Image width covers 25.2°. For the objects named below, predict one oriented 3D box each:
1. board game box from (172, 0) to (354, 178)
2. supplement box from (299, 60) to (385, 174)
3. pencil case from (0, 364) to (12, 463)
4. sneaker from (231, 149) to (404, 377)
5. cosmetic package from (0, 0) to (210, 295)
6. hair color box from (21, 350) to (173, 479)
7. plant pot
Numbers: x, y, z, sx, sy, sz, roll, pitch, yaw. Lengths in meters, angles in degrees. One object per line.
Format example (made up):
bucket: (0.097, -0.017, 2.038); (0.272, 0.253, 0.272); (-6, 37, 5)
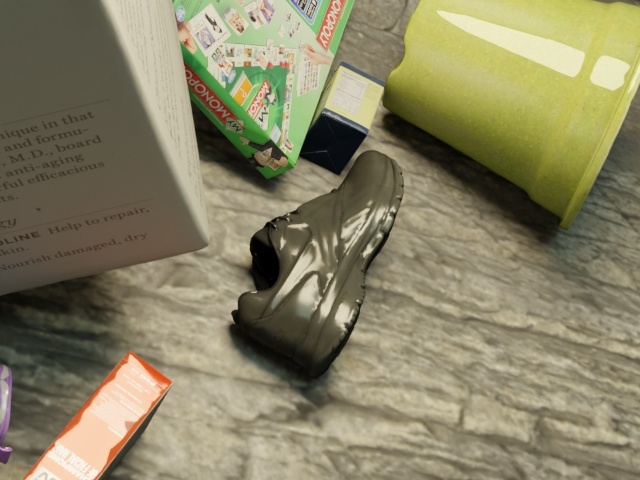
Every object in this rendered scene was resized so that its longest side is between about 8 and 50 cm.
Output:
board game box: (-0.070, -0.248, 1.567); (0.213, 0.046, 0.317); (47, 40, -27)
supplement box: (0.022, -0.135, 1.578); (0.056, 0.083, 0.083); (26, 53, -8)
pencil case: (-0.362, 0.133, 1.200); (0.206, 0.086, 0.088); (8, 42, -21)
sneaker: (0.000, 0.000, 1.465); (0.130, 0.109, 0.286); (25, 48, -1)
cosmetic package: (-0.304, -0.185, 1.184); (0.327, 0.394, 0.329); (-12, 59, 2)
hair color box: (-0.203, 0.185, 1.239); (0.053, 0.093, 0.167); (35, 49, 1)
plant pot: (0.217, -0.185, 1.618); (0.253, 0.276, 0.276); (23, 50, 5)
